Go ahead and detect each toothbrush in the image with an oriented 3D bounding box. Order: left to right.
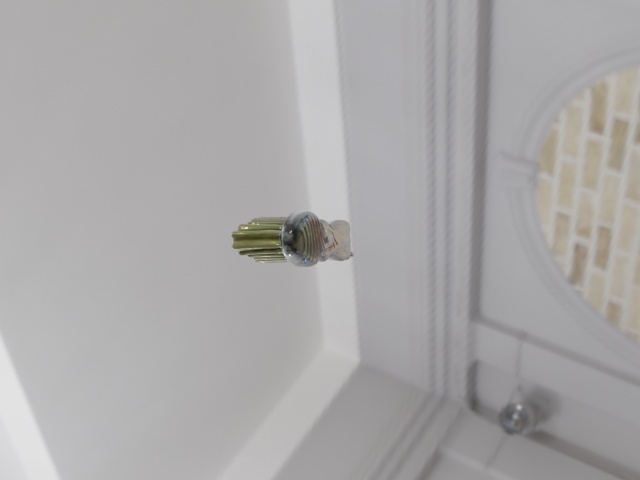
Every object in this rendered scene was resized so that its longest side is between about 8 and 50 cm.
[{"bbox_3d":[0.000,0.000,0.669,0.375,0.037,0.028,1,-94,-83],"label":"toothbrush"}]
